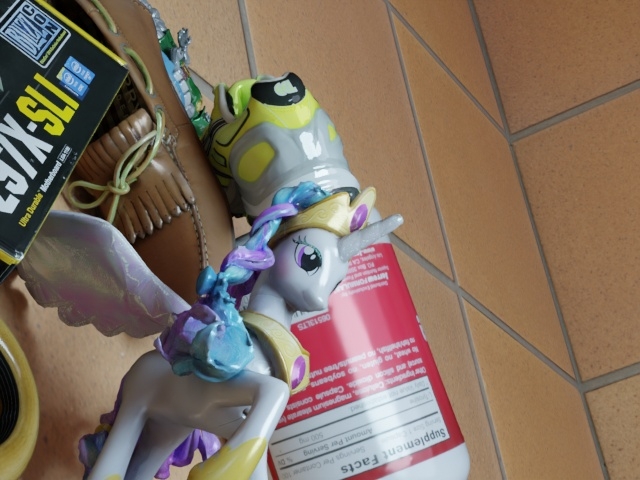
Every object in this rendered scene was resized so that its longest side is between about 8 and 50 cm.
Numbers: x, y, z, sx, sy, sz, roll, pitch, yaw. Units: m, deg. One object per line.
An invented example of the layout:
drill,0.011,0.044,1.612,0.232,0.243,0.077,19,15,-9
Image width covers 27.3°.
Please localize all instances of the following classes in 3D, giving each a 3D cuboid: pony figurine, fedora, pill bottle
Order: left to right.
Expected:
fedora,-0.291,0.109,0.941,0.194,0.079,0.194,40,34,-34
pony figurine,-0.112,0.120,1.082,0.303,0.351,0.363,46,48,-36
pill bottle,0.022,0.183,1.415,0.229,0.229,0.407,-3,72,-68

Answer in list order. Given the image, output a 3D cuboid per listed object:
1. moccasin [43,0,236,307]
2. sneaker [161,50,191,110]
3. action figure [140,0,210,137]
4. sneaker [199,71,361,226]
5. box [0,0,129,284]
moccasin,-0.189,-0.088,1.312,0.147,0.139,0.380,7,64,-59
sneaker,-0.212,-0.197,1.465,0.190,0.071,0.083,55,30,-28
action figure,-0.185,-0.220,1.561,0.137,0.063,0.232,-86,152,-66
sneaker,-0.061,-0.104,1.403,0.385,0.145,0.147,8,-67,68
box,-0.307,-0.121,1.026,0.257,0.079,0.322,38,30,-15
